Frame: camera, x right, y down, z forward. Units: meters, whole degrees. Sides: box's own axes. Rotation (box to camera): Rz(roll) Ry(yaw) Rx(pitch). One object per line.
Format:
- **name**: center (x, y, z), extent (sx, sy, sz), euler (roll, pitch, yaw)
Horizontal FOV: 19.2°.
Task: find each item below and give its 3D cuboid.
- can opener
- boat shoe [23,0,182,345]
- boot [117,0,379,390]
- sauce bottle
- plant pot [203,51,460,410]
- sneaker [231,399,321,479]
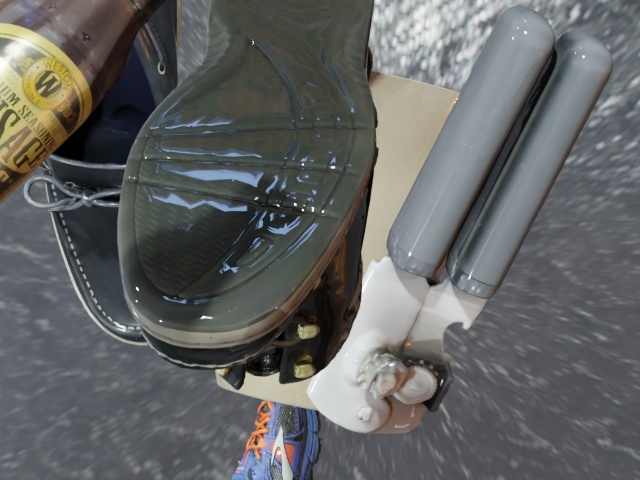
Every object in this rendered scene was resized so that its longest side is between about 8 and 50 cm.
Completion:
- **can opener**: center (0.072, -0.007, 1.085), extent (0.074, 0.093, 0.280), euler (19, 116, -17)
- **boat shoe**: center (-0.218, -0.091, 1.952), extent (0.187, 0.156, 0.500), euler (8, 123, 11)
- **boot**: center (-0.020, 0.007, 0.750), extent (0.085, 0.236, 0.178), euler (6, 131, 6)
- **sauce bottle**: center (-0.083, -0.042, 0.508), extent (0.042, 0.042, 0.128), euler (42, 82, 2)
- **plant pot**: center (0.000, 0.000, 1.584), extent (0.257, 0.256, 0.274), euler (12, 90, 2)
- **sneaker**: center (-0.047, 0.220, 1.903), extent (0.087, 0.083, 0.221), euler (-2, 78, -17)
